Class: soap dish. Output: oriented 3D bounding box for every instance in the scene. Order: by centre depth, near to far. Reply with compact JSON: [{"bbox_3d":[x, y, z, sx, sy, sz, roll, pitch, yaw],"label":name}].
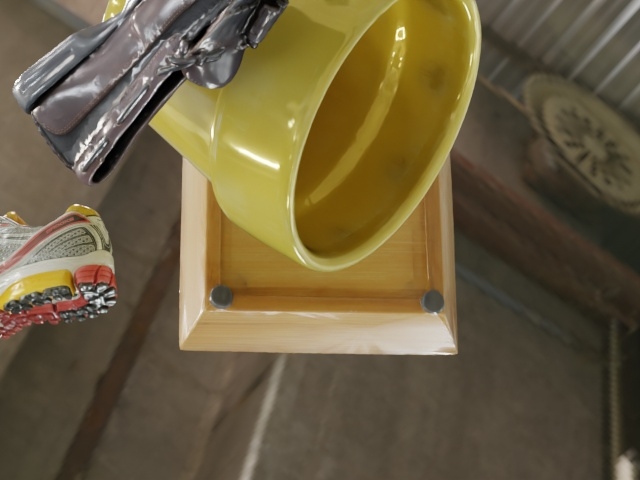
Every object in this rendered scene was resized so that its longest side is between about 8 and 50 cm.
[{"bbox_3d":[0.000,0.000,1.409,0.291,0.118,0.229,1,-108,-5],"label":"soap dish"}]

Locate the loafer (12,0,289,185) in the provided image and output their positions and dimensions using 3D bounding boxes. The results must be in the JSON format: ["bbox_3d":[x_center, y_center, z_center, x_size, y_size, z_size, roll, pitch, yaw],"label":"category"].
[{"bbox_3d":[-0.090,-0.131,0.923,0.109,0.302,0.095,-28,-89,-50],"label":"loafer"}]

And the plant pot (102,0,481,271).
[{"bbox_3d":[-0.038,-0.136,1.092,0.239,0.254,0.254,29,-154,26],"label":"plant pot"}]

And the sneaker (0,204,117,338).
[{"bbox_3d":[-0.272,0.030,1.149,0.088,0.225,0.092,48,-147,-60],"label":"sneaker"}]
